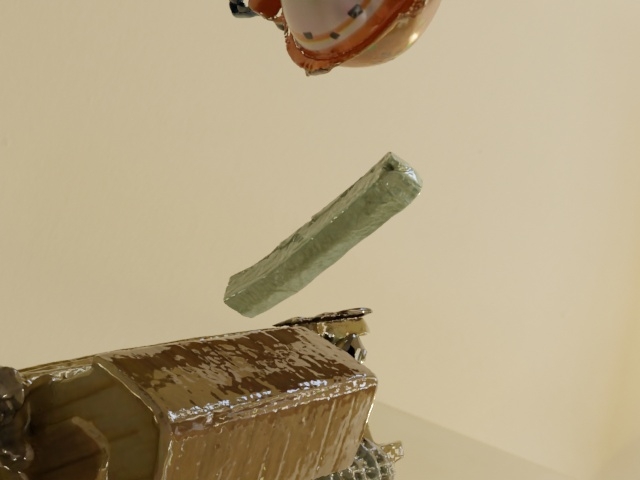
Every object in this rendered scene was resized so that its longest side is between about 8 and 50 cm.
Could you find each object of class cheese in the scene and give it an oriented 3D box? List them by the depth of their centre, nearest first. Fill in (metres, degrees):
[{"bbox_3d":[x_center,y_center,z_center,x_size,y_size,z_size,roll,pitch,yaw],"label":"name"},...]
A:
[{"bbox_3d":[0.012,-0.263,1.203,0.129,0.329,0.217,32,-97,-36],"label":"cheese"}]

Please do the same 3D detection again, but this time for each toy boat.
[{"bbox_3d":[-0.089,0.117,0.658,0.445,0.162,0.135,-3,-104,-53],"label":"toy boat"}]

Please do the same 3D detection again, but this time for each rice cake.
[{"bbox_3d":[0.000,0.000,1.107,0.045,0.245,0.042,34,-141,-22],"label":"rice cake"}]
